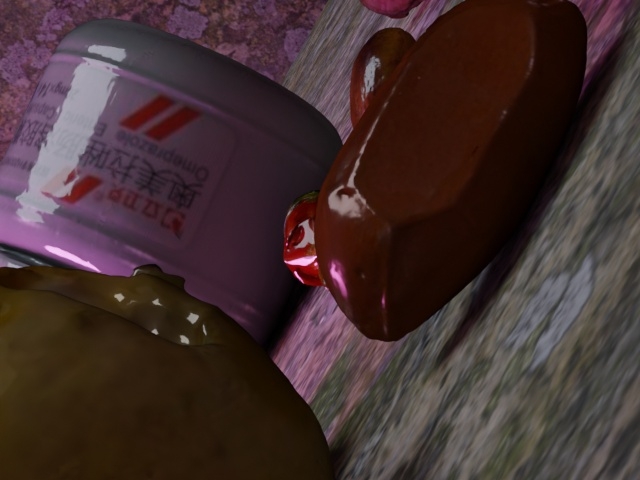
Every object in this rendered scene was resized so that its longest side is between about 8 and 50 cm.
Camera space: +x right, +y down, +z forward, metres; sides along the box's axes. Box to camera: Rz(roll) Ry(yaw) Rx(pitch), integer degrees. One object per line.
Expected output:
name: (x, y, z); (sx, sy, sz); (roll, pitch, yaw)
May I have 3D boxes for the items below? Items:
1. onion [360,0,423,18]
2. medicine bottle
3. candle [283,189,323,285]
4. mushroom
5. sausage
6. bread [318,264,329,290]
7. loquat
onion: (0.053, -0.374, 1.743); (0.348, 0.348, 0.385); (-65, -26, -47)
medicine bottle: (-0.141, 0.012, 1.464); (0.245, 0.245, 0.306); (159, 134, -80)
candle: (0.000, 0.000, 1.299); (0.052, 0.052, 0.130); (-58, 7, 8)
mushroom: (0.061, -0.111, 1.263); (0.129, 0.073, 0.088); (-54, -27, 10)
sausage: (0.059, -0.041, 0.853); (0.179, 0.089, 0.089); (-59, 6, -21)
bread: (0.033, -0.005, 1.124); (0.083, 0.036, 0.047); (-55, 15, 21)
loquat: (-0.112, 0.129, 0.759); (0.244, 0.244, 0.244); (-58, 6, 10)
